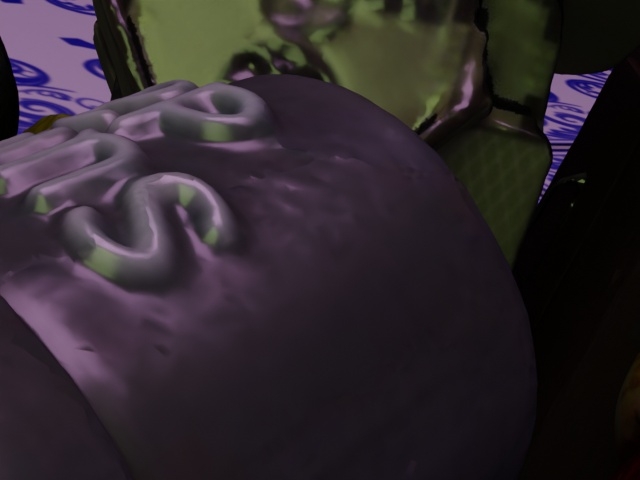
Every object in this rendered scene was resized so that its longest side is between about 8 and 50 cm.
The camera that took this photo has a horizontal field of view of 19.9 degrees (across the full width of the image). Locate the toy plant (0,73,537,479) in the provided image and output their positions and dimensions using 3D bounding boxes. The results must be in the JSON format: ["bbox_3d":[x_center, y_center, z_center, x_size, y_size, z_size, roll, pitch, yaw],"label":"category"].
[{"bbox_3d":[-0.133,0.086,0.414,0.279,0.185,0.400,39,45,24],"label":"toy plant"}]

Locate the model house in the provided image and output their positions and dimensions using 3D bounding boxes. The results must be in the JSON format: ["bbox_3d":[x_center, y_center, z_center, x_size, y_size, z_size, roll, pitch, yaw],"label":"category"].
[{"bbox_3d":[0.000,0.000,0.676,0.218,0.278,0.205,15,-11,-3],"label":"model house"}]

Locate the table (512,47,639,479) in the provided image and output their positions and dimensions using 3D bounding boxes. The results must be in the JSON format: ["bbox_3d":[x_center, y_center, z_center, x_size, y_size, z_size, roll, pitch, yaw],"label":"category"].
[{"bbox_3d":[0.167,0.033,0.759,0.172,0.169,0.193,25,17,-10],"label":"table"}]

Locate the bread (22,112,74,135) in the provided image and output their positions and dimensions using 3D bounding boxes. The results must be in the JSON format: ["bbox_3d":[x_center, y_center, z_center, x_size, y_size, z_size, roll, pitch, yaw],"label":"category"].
[{"bbox_3d":[-0.093,0.008,0.789,0.114,0.111,0.129,14,21,-28],"label":"bread"}]

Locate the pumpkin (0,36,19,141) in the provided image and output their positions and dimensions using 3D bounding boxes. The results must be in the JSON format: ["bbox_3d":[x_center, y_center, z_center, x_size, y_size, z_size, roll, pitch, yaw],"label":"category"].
[{"bbox_3d":[-0.204,-0.045,0.767,0.125,0.167,0.167,34,9,-28],"label":"pumpkin"}]

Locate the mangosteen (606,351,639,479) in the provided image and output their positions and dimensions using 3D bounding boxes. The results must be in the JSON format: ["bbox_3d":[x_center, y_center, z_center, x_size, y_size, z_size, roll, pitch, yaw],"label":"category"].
[{"bbox_3d":[0.172,0.098,0.587,0.200,0.200,0.200,13,19,-5],"label":"mangosteen"}]
